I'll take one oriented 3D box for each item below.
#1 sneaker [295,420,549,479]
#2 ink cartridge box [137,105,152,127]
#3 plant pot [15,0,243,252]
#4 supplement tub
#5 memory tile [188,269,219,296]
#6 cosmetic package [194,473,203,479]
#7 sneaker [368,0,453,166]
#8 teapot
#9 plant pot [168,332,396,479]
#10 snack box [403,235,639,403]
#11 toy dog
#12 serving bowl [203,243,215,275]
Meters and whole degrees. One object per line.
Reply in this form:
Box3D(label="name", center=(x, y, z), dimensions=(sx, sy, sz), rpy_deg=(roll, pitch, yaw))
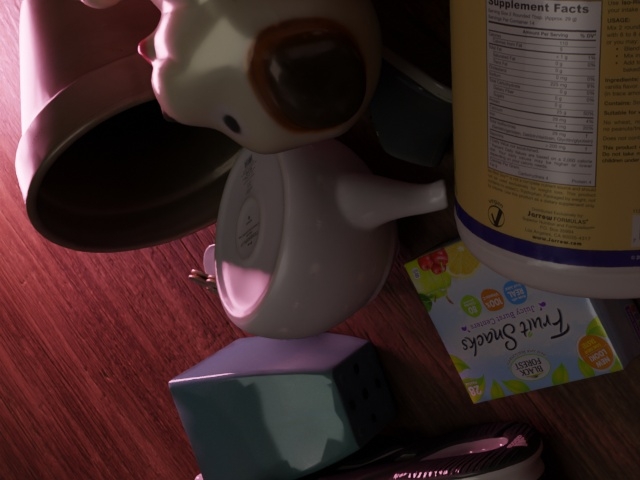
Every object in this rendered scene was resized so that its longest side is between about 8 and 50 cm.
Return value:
Box3D(label="sneaker", center=(0.110, 0.378, 1.251), dimensions=(0.447, 0.169, 0.258), rpy_deg=(-17, 97, 45))
Box3D(label="ink cartridge box", center=(-0.215, -0.119, 1.406), dimensions=(0.180, 0.060, 0.104), rpy_deg=(56, 139, 7))
Box3D(label="plant pot", center=(-0.229, -0.185, 1.227), dimensions=(0.280, 0.323, 0.323), rpy_deg=(63, 143, 23))
Box3D(label="supplement tub", center=(0.219, -0.149, 0.792), dimensions=(0.241, 0.241, 0.331), rpy_deg=(18, 123, 40))
Box3D(label="memory tile", center=(-0.096, 0.079, 1.358), dimensions=(0.113, 0.012, 0.148), rpy_deg=(8, 160, 45))
Box3D(label="cosmetic package", center=(-0.011, 0.469, 1.450), dimensions=(0.365, 0.155, 0.197), rpy_deg=(33, 129, 32))
Box3D(label="sneaker", center=(0.055, -0.174, 1.073), dimensions=(0.222, 0.083, 0.118), rpy_deg=(42, 137, 20))
Box3D(label="teapot", center=(0.000, 0.000, 1.163), dimensions=(0.256, 0.187, 0.253), rpy_deg=(48, 125, 57))
Box3D(label="plant pot", center=(-0.036, 0.210, 1.323), dimensions=(0.234, 0.165, 0.166), rpy_deg=(-16, 97, 35))
Box3D(label="snack box", center=(0.208, 0.063, 1.055), dimensions=(0.207, 0.070, 0.175), rpy_deg=(-24, 92, 51))
Box3D(label="toy dog", center=(-0.061, -0.282, 0.925), dimensions=(0.284, 0.395, 0.408), rpy_deg=(-164, 68, -74))
Box3D(label="serving bowl", center=(-0.125, 0.040, 1.426), dimensions=(0.083, 0.027, 0.083), rpy_deg=(24, 127, 36))
